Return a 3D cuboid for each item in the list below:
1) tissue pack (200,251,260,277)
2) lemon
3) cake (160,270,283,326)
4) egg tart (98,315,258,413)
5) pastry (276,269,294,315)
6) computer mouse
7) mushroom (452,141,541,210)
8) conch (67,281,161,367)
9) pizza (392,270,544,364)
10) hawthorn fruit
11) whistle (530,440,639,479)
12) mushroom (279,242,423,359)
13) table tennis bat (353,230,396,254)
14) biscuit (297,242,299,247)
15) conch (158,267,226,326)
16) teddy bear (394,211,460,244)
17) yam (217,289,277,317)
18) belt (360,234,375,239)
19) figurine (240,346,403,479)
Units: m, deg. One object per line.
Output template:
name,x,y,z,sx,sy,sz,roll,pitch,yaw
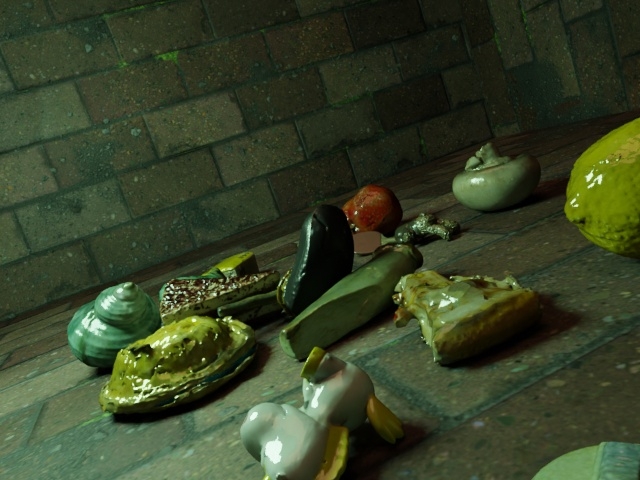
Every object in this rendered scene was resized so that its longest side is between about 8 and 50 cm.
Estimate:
tissue pack,-0.259,0.099,1.566,0.120,0.082,0.169,-17,10,17
lemon,0.479,-0.077,0.790,0.260,0.204,0.204,-21,10,-6
cake,-0.198,0.148,1.099,0.246,0.112,0.135,-5,32,7
egg tart,-0.244,0.193,0.925,0.291,0.107,0.291,-19,9,3
pastry,-0.033,0.101,1.071,0.097,0.109,0.057,26,-4,-32
computer mouse,0.008,0.044,0.999,0.122,0.217,0.073,11,6,-41
mushroom,0.458,-0.170,1.438,0.227,0.178,0.226,-14,1,0
conch,-0.447,0.184,1.209,0.220,0.195,0.277,-48,-10,-47
pizza,0.193,0.086,0.801,0.189,0.071,0.297,-20,9,-3
hawthorn fruit,0.144,-0.080,1.591,0.179,0.173,0.173,-18,9,-6
whistle,0.158,0.189,0.291,0.126,0.067,0.258,-13,13,38
mushroom,0.068,0.097,0.947,0.107,0.087,0.333,-12,15,44
table tennis bat,0.148,0.004,1.442,0.157,0.013,0.087,-7,40,10
biscuit,0.002,0.004,1.727,0.170,0.050,0.170,-26,8,4
conch,-0.285,0.141,1.267,0.188,0.122,0.176,-22,-17,-24
teddy bear,0.251,-0.032,1.343,0.160,0.077,0.119,-11,16,34
yam,-0.093,0.113,1.091,0.234,0.027,0.029,-12,-13,-27
belt,0.121,0.008,1.501,0.083,0.036,0.059,-16,3,13
figurine,-0.012,0.193,0.549,0.178,0.109,0.130,-29,36,-35
